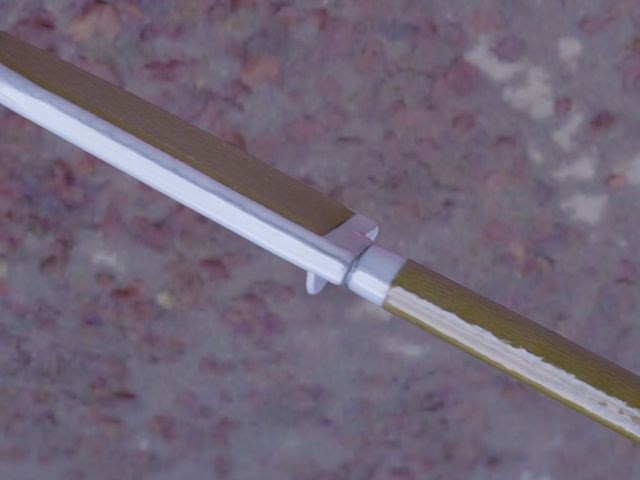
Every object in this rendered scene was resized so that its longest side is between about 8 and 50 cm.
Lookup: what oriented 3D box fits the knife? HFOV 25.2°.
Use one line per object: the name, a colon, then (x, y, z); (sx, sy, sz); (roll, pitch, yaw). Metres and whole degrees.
knife: (0.000, 0.001, 0.362); (0.256, 0.046, 0.022); (28, 109, 10)
